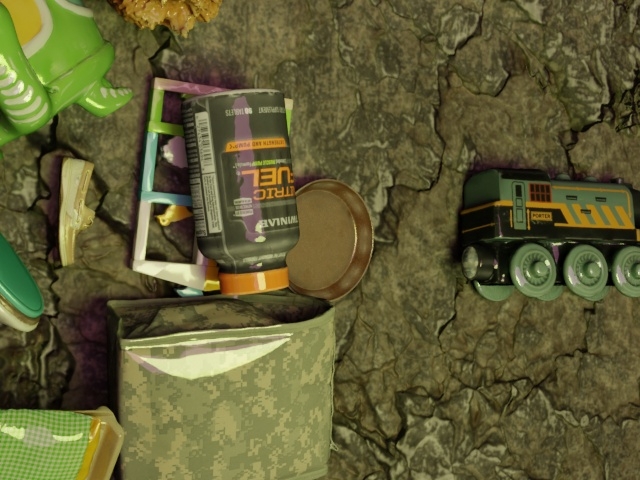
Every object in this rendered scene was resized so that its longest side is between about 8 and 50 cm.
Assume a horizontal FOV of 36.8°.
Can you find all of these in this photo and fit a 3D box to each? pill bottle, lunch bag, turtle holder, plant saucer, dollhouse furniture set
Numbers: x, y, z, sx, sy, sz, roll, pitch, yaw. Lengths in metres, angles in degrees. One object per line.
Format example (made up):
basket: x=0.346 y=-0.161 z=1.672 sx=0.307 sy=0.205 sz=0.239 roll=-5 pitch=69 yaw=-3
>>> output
pill bottle: x=-0.095 y=-0.057 z=1.188 sx=0.130 sy=0.130 sz=0.246 roll=-8 pitch=93 yaw=-21
lunch bag: x=-0.118 y=0.191 z=1.204 sx=0.286 sy=0.169 sz=0.235 roll=-3 pitch=105 yaw=-17
turtle holder: x=-0.361 y=-0.190 z=1.009 sx=0.243 sy=0.320 sz=0.227 roll=-23 pitch=111 yaw=17
plant saucer: x=0.000 y=0.000 z=1.309 sx=0.168 sy=0.029 sz=0.169 roll=-5 pitch=98 yaw=-35
dollhouse furniture set: x=-0.336 y=0.340 z=1.066 sx=0.197 sy=0.151 sz=0.302 roll=5 pitch=121 yaw=-33

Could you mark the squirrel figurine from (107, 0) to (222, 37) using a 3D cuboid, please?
squirrel figurine: x=-0.173 y=-0.443 z=1.130 sx=0.370 sy=0.281 sz=0.397 roll=13 pitch=97 yaw=-33

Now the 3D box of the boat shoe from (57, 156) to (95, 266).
boat shoe: x=-0.301 y=-0.035 z=1.189 sx=0.045 sy=0.050 sz=0.136 roll=3 pitch=93 yaw=-17

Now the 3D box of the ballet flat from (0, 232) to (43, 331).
ballet flat: x=-0.475 y=-0.043 z=1.091 sx=0.139 sy=0.139 sz=0.400 roll=-36 pitch=102 yaw=-16

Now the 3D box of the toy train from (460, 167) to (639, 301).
toy train: x=0.356 y=-0.008 z=1.418 sx=0.333 sy=0.142 sz=0.190 roll=1 pitch=83 yaw=-22

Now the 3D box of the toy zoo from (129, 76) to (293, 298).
toy zoo: x=-0.144 y=-0.053 z=1.262 sx=0.192 sy=0.030 sz=0.293 roll=5 pitch=92 yaw=-22
